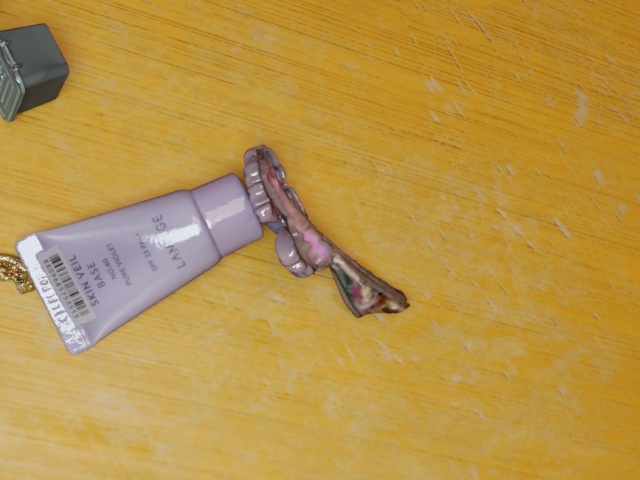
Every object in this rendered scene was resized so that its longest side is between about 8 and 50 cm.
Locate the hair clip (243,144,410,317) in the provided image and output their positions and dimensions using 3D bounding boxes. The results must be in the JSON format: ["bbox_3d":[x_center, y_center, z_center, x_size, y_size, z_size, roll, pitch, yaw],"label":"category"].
[{"bbox_3d":[-0.004,0.006,1.054,0.069,0.173,0.300,-39,113,14],"label":"hair clip"}]

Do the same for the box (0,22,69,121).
[{"bbox_3d":[-0.351,-0.202,0.987,0.069,0.122,0.084,-25,90,-32],"label":"box"}]

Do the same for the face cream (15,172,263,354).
[{"bbox_3d":[-0.210,0.012,1.009,0.274,0.096,0.154,-26,102,-10],"label":"face cream"}]

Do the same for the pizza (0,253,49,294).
[{"bbox_3d":[-0.358,0.042,0.990,0.083,0.016,0.037,36,78,-10],"label":"pizza"}]
